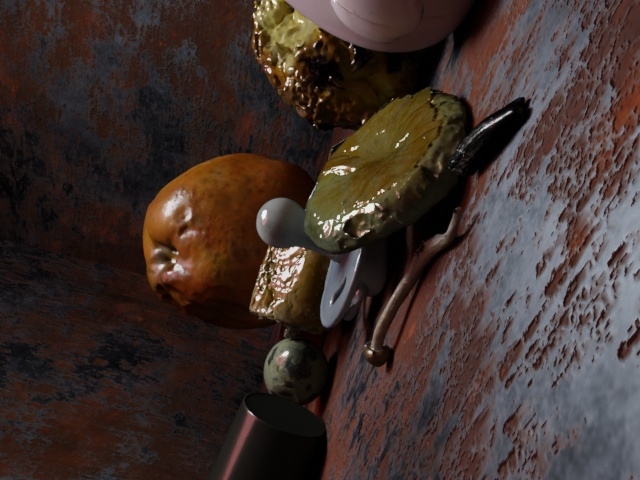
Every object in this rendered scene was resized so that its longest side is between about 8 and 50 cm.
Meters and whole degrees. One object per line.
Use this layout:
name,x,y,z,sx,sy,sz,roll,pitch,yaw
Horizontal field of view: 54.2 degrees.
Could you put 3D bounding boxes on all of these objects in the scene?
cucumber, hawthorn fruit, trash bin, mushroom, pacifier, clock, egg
cucumber,0.174,-0.109,0.665,0.135,0.034,0.033,116,173,-62
hawthorn fruit,-0.211,0.013,1.540,0.472,0.472,0.471,-165,90,-85
trash bin,-0.127,0.487,1.219,0.214,0.214,0.333,-114,47,-81
mushroom,0.118,0.056,0.800,0.068,0.043,0.306,-106,27,-44
pacifier,0.000,0.000,1.067,0.244,0.233,0.299,126,161,-51
clock,0.067,-0.464,0.962,0.250,0.377,0.368,107,176,-64
egg,-0.051,0.277,1.335,0.181,0.141,0.141,97,-177,-54

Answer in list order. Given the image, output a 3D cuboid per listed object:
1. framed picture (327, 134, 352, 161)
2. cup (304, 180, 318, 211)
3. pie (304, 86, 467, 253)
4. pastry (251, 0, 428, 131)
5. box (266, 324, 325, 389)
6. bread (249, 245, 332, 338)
framed picture,0.078,-0.154,1.137,0.197,0.014,0.252,-34,-12,-16
cup,0.030,-0.093,1.314,0.128,0.095,0.129,28,95,48
pie,0.089,-0.097,0.880,0.306,0.071,0.306,-36,28,23
pastry,0.044,-0.371,1.277,0.292,0.338,0.405,-57,40,11
box,-0.060,0.298,1.555,0.048,0.112,0.175,125,158,-75
bread,-0.019,0.091,1.289,0.196,0.176,0.246,23,-94,-58
